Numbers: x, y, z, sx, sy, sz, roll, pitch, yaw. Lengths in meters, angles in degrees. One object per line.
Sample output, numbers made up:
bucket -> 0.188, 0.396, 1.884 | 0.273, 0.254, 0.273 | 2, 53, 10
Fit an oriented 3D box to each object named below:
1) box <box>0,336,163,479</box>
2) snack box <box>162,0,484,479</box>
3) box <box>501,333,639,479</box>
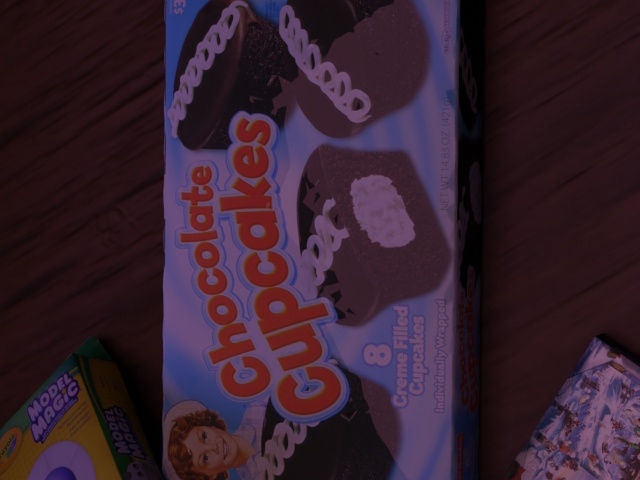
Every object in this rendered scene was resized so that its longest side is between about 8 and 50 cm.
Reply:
box -> -0.149, 0.152, 1.121 | 0.105, 0.043, 0.179 | -46, 48, 23
snack box -> 0.000, 0.000, 1.090 | 0.187, 0.060, 0.322 | 1, 93, 21
box -> 0.164, 0.136, 1.055 | 0.094, 0.027, 0.137 | 35, 103, 16
